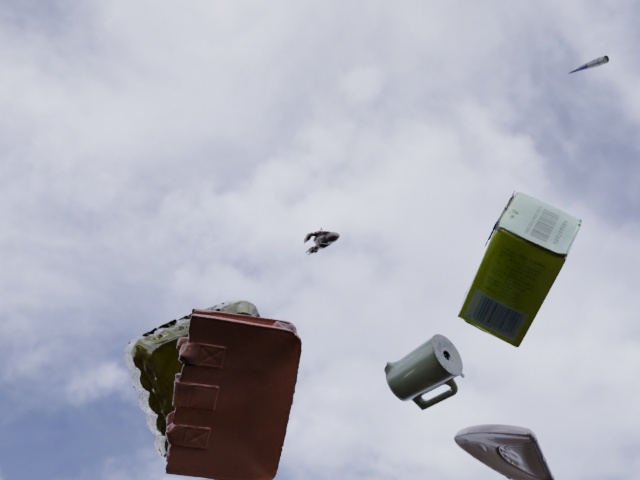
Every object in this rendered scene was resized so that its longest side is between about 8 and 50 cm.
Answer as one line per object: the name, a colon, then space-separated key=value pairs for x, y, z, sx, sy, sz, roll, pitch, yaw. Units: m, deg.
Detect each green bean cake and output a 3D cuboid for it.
green bean cake: x=-0.183 y=0.234 z=1.148 sx=0.236 sy=0.124 sz=0.232 roll=-21 pitch=-89 yaw=-24

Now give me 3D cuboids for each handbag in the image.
handbag: x=-0.116 y=0.201 z=0.890 sx=0.157 sy=0.059 sz=0.212 roll=9 pitch=-83 yaw=-11

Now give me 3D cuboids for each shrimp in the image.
shrimp: x=-0.003 y=-0.002 z=1.232 sx=0.092 sy=0.029 sz=0.038 roll=-30 pitch=-90 yaw=42

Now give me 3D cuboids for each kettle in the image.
kettle: x=0.230 y=0.284 z=1.487 sx=0.127 sy=0.098 sz=0.148 roll=27 pitch=-52 yaw=-32

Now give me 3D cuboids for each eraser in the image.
eraser: x=0.436 y=0.500 z=1.670 sx=0.243 sy=0.059 sz=0.204 roll=4 pitch=-49 yaw=47

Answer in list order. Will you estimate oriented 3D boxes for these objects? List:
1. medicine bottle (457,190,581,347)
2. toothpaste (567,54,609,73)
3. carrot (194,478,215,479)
medicine bottle: x=0.363 y=0.056 z=1.276 sx=0.141 sy=0.137 sz=0.250 roll=28 pitch=-46 yaw=16
toothpaste: x=0.482 y=-0.315 z=1.238 sx=0.024 sy=0.083 sz=0.015 roll=-42 pitch=-74 yaw=-18
carrot: x=-0.249 y=0.539 z=1.433 sx=0.082 sy=0.082 sz=0.173 roll=40 pitch=-38 yaw=-20
